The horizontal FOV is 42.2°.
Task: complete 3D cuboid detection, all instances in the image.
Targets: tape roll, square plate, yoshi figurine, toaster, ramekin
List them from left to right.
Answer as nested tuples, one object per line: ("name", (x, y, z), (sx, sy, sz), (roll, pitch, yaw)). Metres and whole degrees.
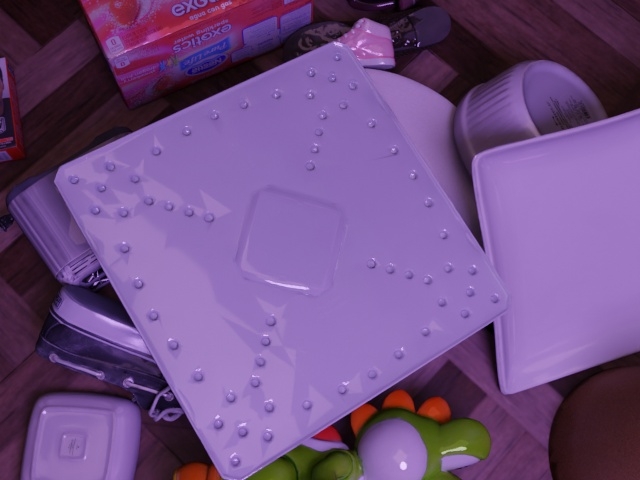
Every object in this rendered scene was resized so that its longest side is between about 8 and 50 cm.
("toaster", (-0.293, -0.030, 1.071), (0.227, 0.129, 0.146), (-33, 79, -11))
("yoshi figurine", (0.030, 0.310, 0.941), (0.362, 0.203, 0.203), (-14, 107, -2))
("tape roll", (0.049, -0.047, 1.121), (0.392, 0.072, 0.392), (0, 72, -2))
("ramekin", (0.289, -0.141, 1.096), (0.207, 0.109, 0.207), (16, 57, -26))
("square plate", (0.361, -0.001, 1.041), (0.347, 0.049, 0.344), (-17, 116, -8))

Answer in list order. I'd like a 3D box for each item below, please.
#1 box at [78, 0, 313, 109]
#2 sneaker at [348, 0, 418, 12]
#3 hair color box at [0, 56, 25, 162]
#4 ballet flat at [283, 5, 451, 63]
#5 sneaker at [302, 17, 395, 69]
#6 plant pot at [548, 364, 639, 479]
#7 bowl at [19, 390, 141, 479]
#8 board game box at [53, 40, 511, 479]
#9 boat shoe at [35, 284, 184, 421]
("box", (-0.170, -0.326, 1.160), (0.300, 0.154, 0.142), (-25, 75, -9))
("sneaker", (0.054, -0.449, 1.235), (0.281, 0.106, 0.162), (43, 78, 10))
("hair color box", (-0.459, -0.179, 1.155), (0.072, 0.043, 0.141), (-13, 72, -6))
("ballet flat", (0.068, -0.293, 1.214), (0.250, 0.058, 0.084), (-15, 101, -1))
("sneaker", (0.037, -0.275, 1.161), (0.134, 0.051, 0.070), (-2, 93, -2))
("plant pot", (0.417, 0.244, 0.948), (0.237, 0.254, 0.237), (1, 73, -3))
("bowl", (-0.298, 0.254, 1.019), (0.142, 0.053, 0.142), (5, 71, -2))
("board game box", (-0.037, 0.007, 0.952), (0.390, 0.050, 0.390), (-29, 80, -19))
("boat shoe", (-0.195, 0.164, 1.015), (0.306, 0.113, 0.105), (25, 97, -16))
